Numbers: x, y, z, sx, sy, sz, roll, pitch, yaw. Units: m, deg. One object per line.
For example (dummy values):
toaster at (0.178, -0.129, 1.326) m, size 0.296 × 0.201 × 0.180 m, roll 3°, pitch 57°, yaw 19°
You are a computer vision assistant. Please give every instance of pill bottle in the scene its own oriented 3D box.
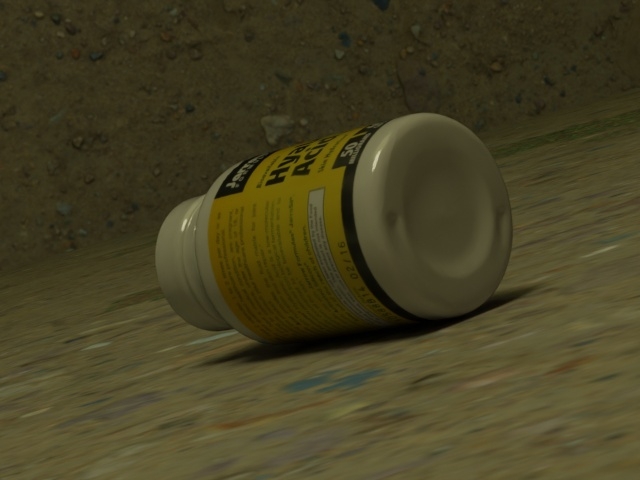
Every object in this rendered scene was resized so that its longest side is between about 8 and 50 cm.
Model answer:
pill bottle at (0.000, 0.000, 0.642) m, size 0.065 × 0.065 × 0.116 m, roll -19°, pitch 4°, yaw -44°
